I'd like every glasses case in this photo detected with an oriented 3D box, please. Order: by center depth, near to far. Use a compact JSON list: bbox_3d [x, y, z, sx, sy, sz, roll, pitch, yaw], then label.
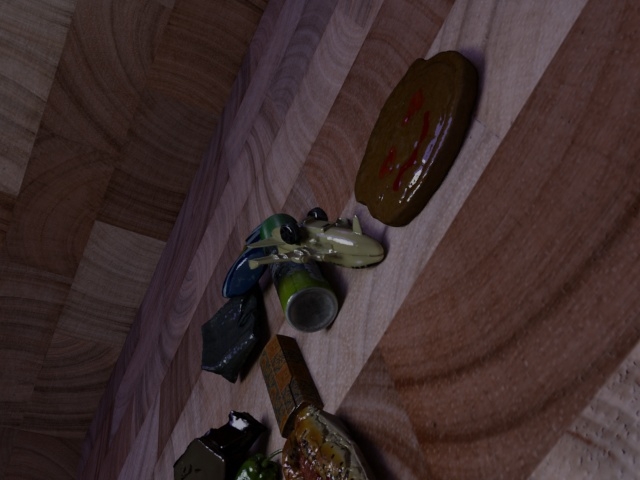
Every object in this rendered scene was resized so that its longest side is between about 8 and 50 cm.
[{"bbox_3d":[-0.058,0.247,1.096,0.075,0.049,0.218,-66,22,14],"label":"glasses case"}]

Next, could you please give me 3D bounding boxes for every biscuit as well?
[{"bbox_3d":[0.136,-0.161,0.975,0.272,0.049,0.257,-65,22,11],"label":"biscuit"}]

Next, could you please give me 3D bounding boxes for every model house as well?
[{"bbox_3d":[-0.175,0.409,1.168,0.141,0.164,0.203,54,125,19],"label":"model house"}]

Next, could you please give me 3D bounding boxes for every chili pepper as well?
[{"bbox_3d":[-0.112,0.416,1.070,0.072,0.073,0.203,-115,48,-80],"label":"chili pepper"}]

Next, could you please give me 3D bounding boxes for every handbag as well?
[{"bbox_3d":[-0.189,0.198,1.427,0.175,0.089,0.270,-53,22,15],"label":"handbag"}]

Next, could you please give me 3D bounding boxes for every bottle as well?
[{"bbox_3d":[-0.051,0.048,1.185,0.093,0.093,0.330,-64,23,17],"label":"bottle"}]

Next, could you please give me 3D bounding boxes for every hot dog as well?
[{"bbox_3d":[0.010,0.322,0.834,0.144,0.075,0.268,-67,24,4],"label":"hot dog"}]

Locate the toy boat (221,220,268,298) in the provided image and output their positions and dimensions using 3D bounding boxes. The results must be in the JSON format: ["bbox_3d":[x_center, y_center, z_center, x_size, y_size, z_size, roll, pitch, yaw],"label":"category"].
[{"bbox_3d":[-0.153,0.024,1.498,0.220,0.067,0.291,-50,12,13],"label":"toy boat"}]

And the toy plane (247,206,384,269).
[{"bbox_3d":[0.000,0.000,1.039,0.244,0.229,0.092,1,110,43],"label":"toy plane"}]
